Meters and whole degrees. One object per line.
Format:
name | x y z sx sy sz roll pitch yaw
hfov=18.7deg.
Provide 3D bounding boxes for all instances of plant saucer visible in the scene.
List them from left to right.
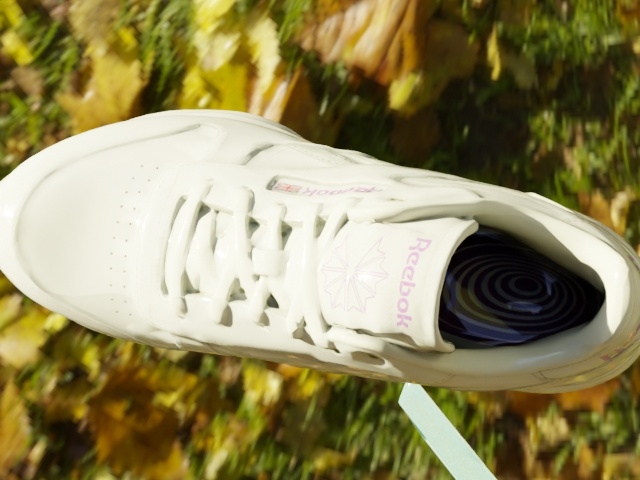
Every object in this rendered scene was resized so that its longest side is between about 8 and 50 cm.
plant saucer | 0.102 0.151 1.003 0.018 0.067 0.192 -38 59 -3

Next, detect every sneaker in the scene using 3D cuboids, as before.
sneaker | 0.000 0.000 0.848 0.305 0.152 0.114 7 88 4
